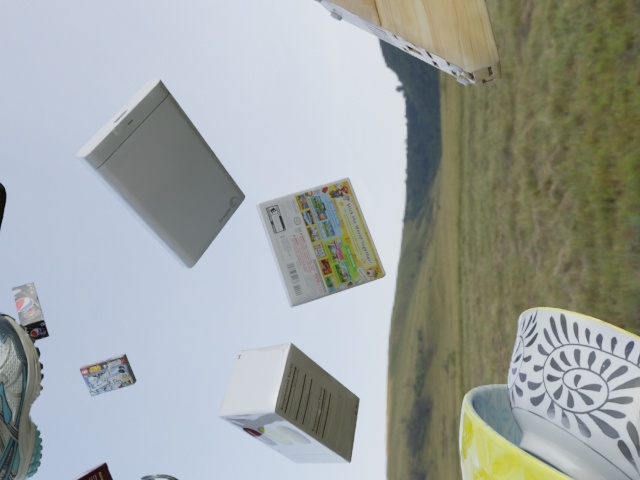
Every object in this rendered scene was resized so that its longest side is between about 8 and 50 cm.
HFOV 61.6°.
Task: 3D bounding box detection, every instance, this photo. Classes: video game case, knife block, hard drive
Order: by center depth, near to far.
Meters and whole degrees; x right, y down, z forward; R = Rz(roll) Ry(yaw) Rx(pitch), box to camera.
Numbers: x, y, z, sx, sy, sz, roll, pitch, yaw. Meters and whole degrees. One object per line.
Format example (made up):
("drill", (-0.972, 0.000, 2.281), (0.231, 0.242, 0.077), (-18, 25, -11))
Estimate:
("knife block", (0.103, -0.316, 0.518), (0.242, 0.275, 0.088), (-61, -14, 16))
("video game case", (0.000, 0.000, 1.102), (0.026, 0.206, 0.227), (112, 140, -73))
("hard drive", (-0.324, -0.134, 1.172), (0.233, 0.047, 0.353), (-57, -42, -25))

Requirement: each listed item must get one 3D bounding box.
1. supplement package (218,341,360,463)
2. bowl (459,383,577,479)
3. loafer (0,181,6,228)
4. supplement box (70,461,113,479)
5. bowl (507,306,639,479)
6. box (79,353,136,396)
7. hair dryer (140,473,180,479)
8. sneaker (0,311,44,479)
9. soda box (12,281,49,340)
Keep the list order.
("supplement package", (-0.051, 0.315, 1.019), (0.244, 0.139, 0.134), (46, -139, -36))
("bowl", (0.227, 0.221, 0.362), (0.289, 0.289, 0.156), (12, -89, -70))
("loafer", (-0.299, 0.026, 0.450), (0.062, 0.061, 0.170), (28, -102, -69))
("supplement box", (-0.501, 0.548, 1.022), (0.239, 0.073, 0.130), (-18, -100, -55))
("bowl", (0.184, 0.129, 0.349), (0.080, 0.170, 0.170), (-49, -33, -12))
("box", (-0.621, 0.394, 1.573), (0.027, 0.137, 0.094), (-93, -14, -77))
("hair dryer", (-0.172, 0.476, 0.958), (0.080, 0.223, 0.293), (-54, -29, -26))
("sneaker", (-0.507, 0.252, 0.823), (0.122, 0.110, 0.283), (-10, -83, -63))
("soda box", (-0.733, 0.179, 1.355), (0.053, 0.169, 0.060), (-18, -50, -27))
